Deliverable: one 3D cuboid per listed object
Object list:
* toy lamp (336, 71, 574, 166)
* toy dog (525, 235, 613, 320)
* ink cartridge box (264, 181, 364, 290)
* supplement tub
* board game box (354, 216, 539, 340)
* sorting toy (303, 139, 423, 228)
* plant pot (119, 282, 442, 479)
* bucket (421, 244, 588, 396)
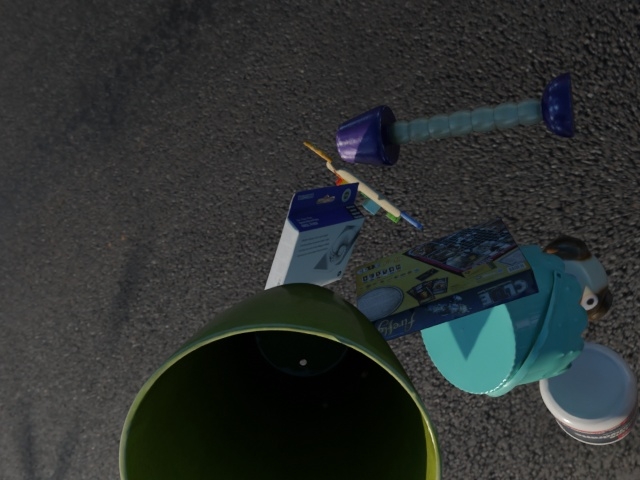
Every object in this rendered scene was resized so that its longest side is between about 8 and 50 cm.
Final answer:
[{"bbox_3d":[0.150,-0.135,0.670,0.274,0.080,0.080,-3,92,28],"label":"toy lamp"},{"bbox_3d":[0.566,0.137,1.525,0.408,0.395,0.285,-14,99,60],"label":"toy dog"},{"bbox_3d":[0.000,0.000,1.138,0.045,0.223,0.224,32,119,29],"label":"ink cartridge box"},{"bbox_3d":[0.619,0.357,1.292,0.191,0.272,0.191,-14,58,24],"label":"supplement tub"},{"bbox_3d":[0.172,0.056,0.831,0.243,0.165,0.042,-20,115,12],"label":"board game box"},{"bbox_3d":[0.091,-0.119,1.349,0.347,0.196,0.047,35,96,-14],"label":"sorting toy"},{"bbox_3d":[-0.031,0.160,0.617,0.274,0.293,0.275,0,105,2],"label":"plant pot"},{"bbox_3d":[0.334,0.151,1.068,0.281,0.183,0.281,23,117,55],"label":"bucket"}]
